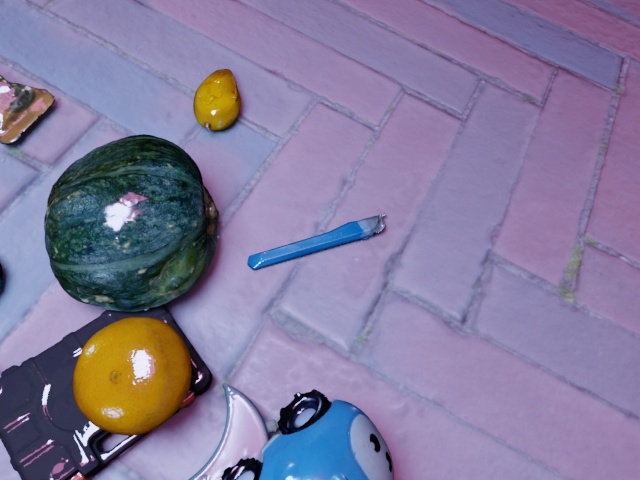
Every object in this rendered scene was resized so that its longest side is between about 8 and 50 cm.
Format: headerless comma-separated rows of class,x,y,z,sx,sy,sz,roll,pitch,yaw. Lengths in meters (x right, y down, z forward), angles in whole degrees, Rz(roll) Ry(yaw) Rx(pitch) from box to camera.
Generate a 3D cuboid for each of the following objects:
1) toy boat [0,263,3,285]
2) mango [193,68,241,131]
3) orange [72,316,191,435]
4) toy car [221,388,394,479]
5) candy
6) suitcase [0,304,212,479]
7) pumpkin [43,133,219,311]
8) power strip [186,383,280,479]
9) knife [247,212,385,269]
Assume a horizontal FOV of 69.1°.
toy boat,-0.671,0.040,0.752,0.298,0.092,0.134,25,32,-3
mango,-0.222,-0.304,1.005,0.100,0.066,0.188,-1,58,0
orange,-0.254,0.185,0.641,0.156,0.124,0.156,-1,75,5
toy car,0.001,0.342,0.608,0.255,0.190,0.189,-40,111,-27
candy,-0.672,-0.302,0.918,0.271,0.101,0.143,32,69,2
suitcase,-0.335,0.226,0.714,0.285,0.066,0.206,-34,73,-22
pumpkin,-0.312,-0.056,0.757,0.263,0.197,0.293,-4,46,-3
power strip,-0.158,0.336,0.692,0.253,0.054,0.167,-40,78,-24
knife,0.000,0.001,0.905,0.296,0.026,0.044,-16,64,-13
